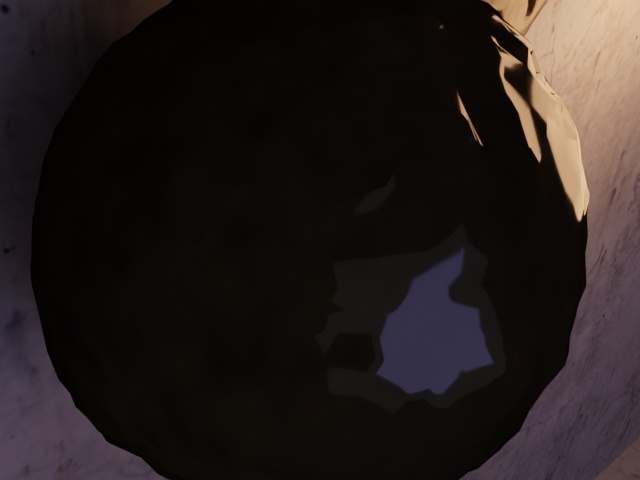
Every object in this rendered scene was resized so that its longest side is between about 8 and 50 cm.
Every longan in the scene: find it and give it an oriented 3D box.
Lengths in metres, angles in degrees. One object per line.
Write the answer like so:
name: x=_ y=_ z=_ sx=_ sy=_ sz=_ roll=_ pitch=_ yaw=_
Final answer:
longan: x=0.000 y=0.000 z=0.600 sx=0.391 sy=0.391 sz=0.391 roll=-30 pitch=139 yaw=-31

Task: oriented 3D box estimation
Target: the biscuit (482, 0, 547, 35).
biscuit: x=0.216 y=-0.289 z=0.842 sx=0.355 sy=0.052 sz=0.275 roll=-55 pitch=161 yaw=5
